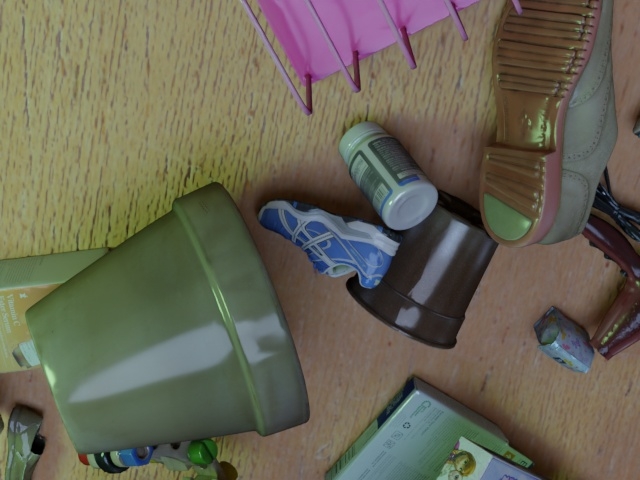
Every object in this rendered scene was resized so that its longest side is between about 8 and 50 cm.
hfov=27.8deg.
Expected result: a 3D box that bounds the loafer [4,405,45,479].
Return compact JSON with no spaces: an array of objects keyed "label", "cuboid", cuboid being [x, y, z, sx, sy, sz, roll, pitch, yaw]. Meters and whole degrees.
[{"label":"loafer","cuboid":[-0.424,0.309,1.862,0.050,0.056,0.148,6,116,3]}]

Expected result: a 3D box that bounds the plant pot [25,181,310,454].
[{"label":"plant pot","cuboid":[-0.199,0.124,1.592,0.280,0.323,0.323,-20,116,-11]}]

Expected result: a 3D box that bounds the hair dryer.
[{"label":"hair dryer","cuboid":[0.410,0.019,1.735,0.223,0.080,0.294,3,101,1]}]

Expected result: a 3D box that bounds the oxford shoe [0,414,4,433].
[{"label":"oxford shoe","cuboid":[-0.549,0.091,1.707,0.130,0.169,0.449,-36,112,-6]}]

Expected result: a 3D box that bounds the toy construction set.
[{"label":"toy construction set","cuboid":[-0.201,0.314,1.803,0.257,0.237,0.309,42,137,-8]}]

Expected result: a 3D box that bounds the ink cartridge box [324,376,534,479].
[{"label":"ink cartridge box","cuboid":[0.158,0.334,1.891,0.224,0.045,0.223,33,111,-17]}]

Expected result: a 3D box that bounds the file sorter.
[{"label":"file sorter","cuboid":[0.063,-0.302,1.506,0.290,0.182,0.202,-25,114,11]}]

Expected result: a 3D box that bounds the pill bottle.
[{"label":"pill bottle","cuboid":[0.082,-0.085,1.630,0.078,0.137,0.078,-21,142,-17]}]

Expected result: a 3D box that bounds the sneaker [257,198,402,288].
[{"label":"sneaker","cuboid":[0.000,0.000,1.659,0.211,0.080,0.081,17,89,34]}]

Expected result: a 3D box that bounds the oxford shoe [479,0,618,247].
[{"label":"oxford shoe","cuboid":[0.302,-0.187,1.606,0.146,0.140,0.397,0,108,-40]}]

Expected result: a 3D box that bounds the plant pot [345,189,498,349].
[{"label":"plant pot","cuboid":[0.144,0.028,1.689,0.167,0.167,0.165,25,105,-13]}]

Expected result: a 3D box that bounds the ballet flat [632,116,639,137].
[{"label":"ballet flat","cuboid":[0.467,-0.190,1.649,0.168,0.057,0.052,-27,86,8]}]

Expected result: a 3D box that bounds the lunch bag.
[{"label":"lunch bag","cuboid":[0.336,0.143,1.781,0.071,0.083,0.053,34,110,-17]}]

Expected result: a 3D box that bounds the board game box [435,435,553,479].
[{"label":"board game box","cuboid":[0.222,0.461,1.807,0.318,0.066,0.319,32,87,-45]}]

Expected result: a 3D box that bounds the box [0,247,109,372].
[{"label":"box","cuboid":[-0.361,0.094,1.740,0.170,0.091,0.130,-7,116,3]}]
